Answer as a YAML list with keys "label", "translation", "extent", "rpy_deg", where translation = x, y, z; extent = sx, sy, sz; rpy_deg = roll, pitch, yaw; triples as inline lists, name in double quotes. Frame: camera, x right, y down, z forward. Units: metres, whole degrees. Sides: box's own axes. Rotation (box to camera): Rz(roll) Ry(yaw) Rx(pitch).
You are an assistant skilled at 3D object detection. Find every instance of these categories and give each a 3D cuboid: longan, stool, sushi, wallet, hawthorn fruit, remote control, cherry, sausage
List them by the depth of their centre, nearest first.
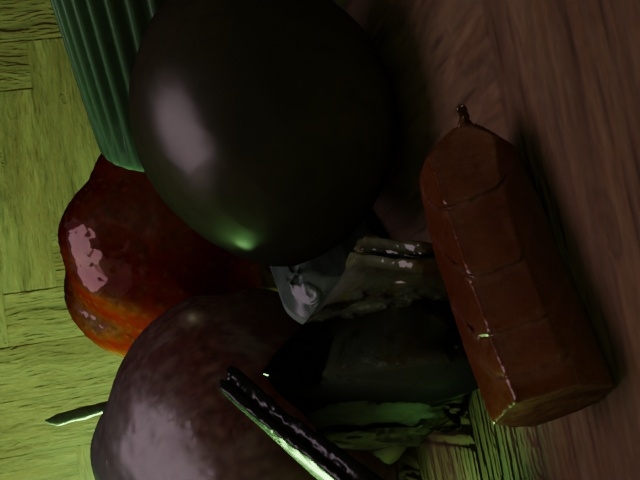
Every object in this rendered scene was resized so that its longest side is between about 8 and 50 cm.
- label: "sausage"
  translation: [0.093, 0.009, 0.479]
  extent: [0.065, 0.065, 0.169]
  rpy_deg: [101, 158, -59]
- label: "wallet"
  translation: [0.035, 0.173, 0.601]
  extent: [0.244, 0.025, 0.124]
  rpy_deg: [30, 162, 35]
- label: "sushi"
  translation: [0.049, 0.086, 0.683]
  extent: [0.273, 0.134, 0.109]
  rpy_deg: [71, -161, -63]
- label: "longan"
  translation: [-0.046, -0.091, 0.726]
  extent: [0.246, 0.215, 0.246]
  rpy_deg: [-18, -90, -76]
- label: "remote control"
  translation: [0.000, 0.000, 0.845]
  extent: [0.247, 0.104, 0.052]
  rpy_deg: [-116, 20, -56]
- label: "cherry"
  translation: [-0.072, 0.226, 0.909]
  extent: [0.335, 0.291, 0.326]
  rpy_deg: [58, 140, 32]
- label: "stool"
  translation: [-0.136, -0.265, 0.918]
  extent: [0.297, 0.297, 0.330]
  rpy_deg: [-119, 19, -62]
- label: "hawthorn fruit"
  translation: [-0.143, 0.023, 1.098]
  extent: [0.287, 0.330, 0.287]
  rpy_deg: [17, -90, -71]
